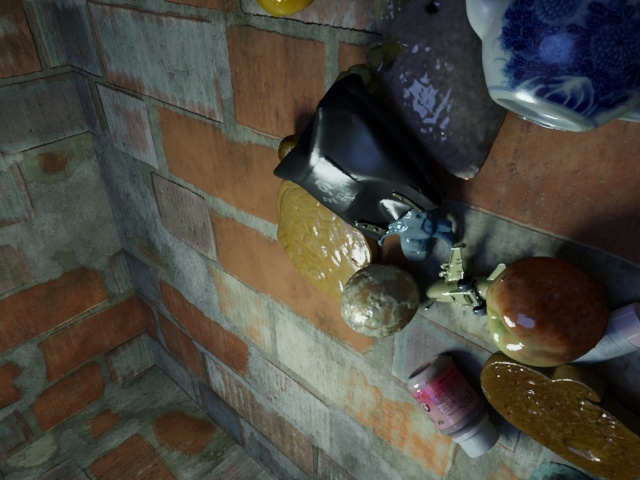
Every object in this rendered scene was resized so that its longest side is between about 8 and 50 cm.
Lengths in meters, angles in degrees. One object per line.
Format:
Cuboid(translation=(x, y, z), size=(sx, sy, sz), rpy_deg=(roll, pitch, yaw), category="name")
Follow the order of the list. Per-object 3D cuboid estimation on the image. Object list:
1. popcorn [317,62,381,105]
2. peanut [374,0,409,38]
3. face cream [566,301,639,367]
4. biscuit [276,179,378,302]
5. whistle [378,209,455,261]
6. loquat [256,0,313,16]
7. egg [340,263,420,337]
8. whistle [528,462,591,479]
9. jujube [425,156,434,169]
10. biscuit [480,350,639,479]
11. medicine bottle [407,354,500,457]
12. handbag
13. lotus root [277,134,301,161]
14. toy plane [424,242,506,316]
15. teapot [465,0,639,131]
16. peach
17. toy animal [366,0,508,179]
Cuboid(translation=(0.101, -0.283, 1.054), size=(0.187, 0.167, 0.185), rpy_deg=(59, 161, 11), category="popcorn")
Cuboid(translation=(0.143, -0.486, 0.946), size=(0.098, 0.090, 0.214), rpy_deg=(-100, -1, -69), category="peanut")
Cuboid(translation=(0.554, 0.190, 0.957), size=(0.084, 0.057, 0.198), rpy_deg=(51, 140, 8), category="face cream")
Cuboid(translation=(-0.002, 0.001, 1.461), size=(0.385, 0.062, 0.365), rpy_deg=(39, 139, 25), category="biscuit")
Cuboid(translation=(0.218, -0.031, 1.125), size=(0.180, 0.093, 0.269), rpy_deg=(4, 144, 16), category="whistle")
Cuboid(translation=(-0.069, -0.596, 1.041), size=(0.187, 0.176, 0.234), rpy_deg=(38, 128, 25), category="loquat")
Cuboid(translation=(0.156, 0.156, 1.280), size=(0.233, 0.195, 0.195), rpy_deg=(-26, 94, 35), category="egg")
Cuboid(translation=(0.615, 0.668, 1.115), size=(0.404, 0.168, 0.188), rpy_deg=(4, 117, 48), category="whistle")
Cuboid(translation=(0.210, -0.152, 1.112), size=(0.077, 0.077, 0.129), rpy_deg=(48, 152, 15), category="jujube")
Cuboid(translation=(0.529, 0.364, 1.070), size=(0.367, 0.063, 0.314), rpy_deg=(31, 144, 30), category="biscuit")
Cuboid(translation=(0.349, 0.432, 1.284), size=(0.247, 0.147, 0.147), rpy_deg=(53, 142, 10), category="medicine bottle")
Cuboid(translation=(0.072, -0.128, 0.974), size=(0.288, 0.152, 0.342), rpy_deg=(39, 156, -6), category="handbag")
Cuboid(translation=(-0.032, -0.237, 1.315), size=(0.190, 0.094, 0.108), rpy_deg=(6, 153, 42), category="lotus root")
Cuboid(translation=(0.337, 0.112, 1.126), size=(0.256, 0.104, 0.242), rpy_deg=(-20, 114, 46), category="toy plane")
Cuboid(translation=(0.375, -0.307, 0.693), size=(0.424, 0.252, 0.280), rpy_deg=(25, 104, 7), category="teapot")
Cuboid(translation=(0.436, 0.129, 0.937), size=(0.232, 0.232, 0.232), rpy_deg=(28, 133, 35), category="peach")
Cuboid(translation=(0.221, -0.284, 0.893), size=(0.226, 0.188, 0.358), rpy_deg=(-5, 99, 24), category="toy animal")
